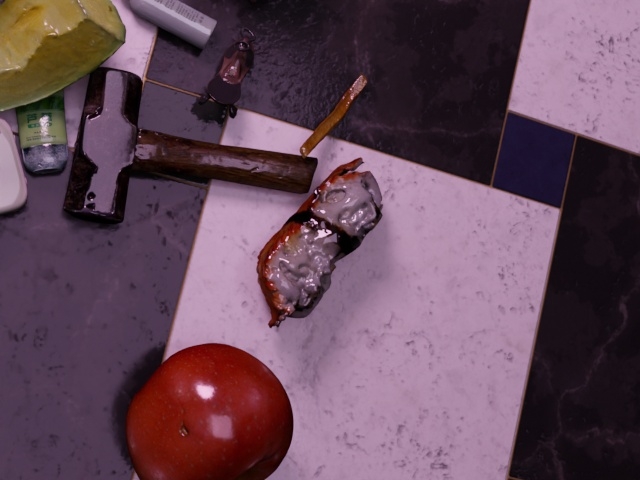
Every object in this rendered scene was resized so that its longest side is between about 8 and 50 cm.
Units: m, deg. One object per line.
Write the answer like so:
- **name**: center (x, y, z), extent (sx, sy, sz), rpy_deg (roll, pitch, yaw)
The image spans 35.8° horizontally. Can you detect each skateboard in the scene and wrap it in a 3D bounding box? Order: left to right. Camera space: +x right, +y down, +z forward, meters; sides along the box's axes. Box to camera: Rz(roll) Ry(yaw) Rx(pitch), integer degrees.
- **skateboard**: center (-0.145, -0.284, 1.641), extent (0.067, 0.080, 0.151), rpy_deg (22, 62, -6)

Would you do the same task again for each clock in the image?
- **clock**: center (-0.556, -0.102, 1.521), extent (0.191, 0.062, 0.151), rpy_deg (-14, 90, -17)

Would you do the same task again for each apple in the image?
- **apple**: center (-0.171, 0.281, 1.504), extent (0.260, 0.260, 0.216), rpy_deg (-33, 71, -17)

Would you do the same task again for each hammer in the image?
- **hammer**: center (-0.202, -0.130, 1.629), extent (0.408, 0.095, 0.242), rpy_deg (8, 83, -21)

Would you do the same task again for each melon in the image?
- **melon**: center (-0.470, -0.298, 1.518), extent (0.323, 0.124, 0.196), rpy_deg (-33, 72, 6)

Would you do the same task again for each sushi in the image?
- **sushi**: center (0.000, 0.000, 1.645), extent (0.130, 0.124, 0.332), rpy_deg (42, 73, -1)

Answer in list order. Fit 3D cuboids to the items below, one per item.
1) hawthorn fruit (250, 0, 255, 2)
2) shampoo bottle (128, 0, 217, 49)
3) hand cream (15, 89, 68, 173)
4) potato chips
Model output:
- **hawthorn fruit**: center (-0.108, -0.522, 1.637), extent (0.208, 0.208, 0.248), rpy_deg (-11, 105, -17)
- **shampoo bottle**: center (-0.268, -0.385, 1.636), extent (0.195, 0.056, 0.056), rpy_deg (27, 78, -12)
- **hand cream**: center (-0.443, -0.194, 1.570), extent (0.095, 0.046, 0.175), rpy_deg (-7, 84, -8)
- **potato chips**: center (0.021, -0.210, 1.704), extent (0.026, 0.037, 0.204), rpy_deg (37, 62, 2)
